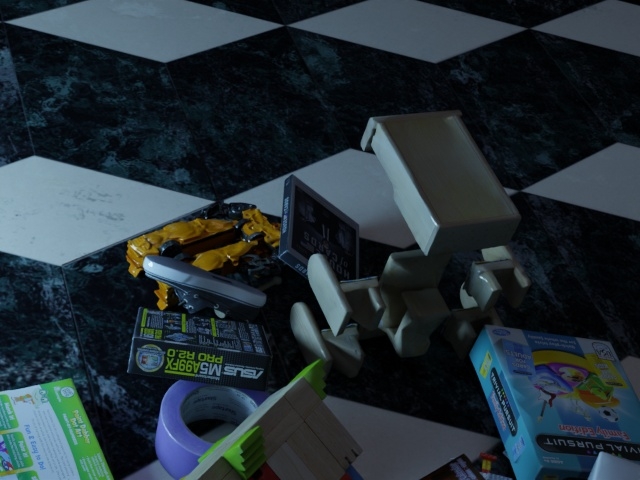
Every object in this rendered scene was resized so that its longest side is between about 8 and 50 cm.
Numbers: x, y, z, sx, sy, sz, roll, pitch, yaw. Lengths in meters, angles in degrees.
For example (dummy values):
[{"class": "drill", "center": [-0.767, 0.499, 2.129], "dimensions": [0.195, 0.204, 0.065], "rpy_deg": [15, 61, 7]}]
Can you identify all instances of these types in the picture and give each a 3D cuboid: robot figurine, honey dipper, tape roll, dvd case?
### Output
[{"class": "robot figurine", "center": [-0.192, 0.023, 2.372], "dimensions": [0.291, 0.085, 0.211], "rpy_deg": [-17, 48, -33]}, {"class": "honey dipper", "center": [-0.124, 0.097, 2.347], "dimensions": [0.030, 0.030, 0.161], "rpy_deg": [37, 41, 26]}, {"class": "tape roll", "center": [-0.160, 0.298, 2.043], "dimensions": [0.189, 0.080, 0.189], "rpy_deg": [8, 37, -7]}, {"class": "dvd case", "center": [0.000, 0.000, 2.437], "dimensions": [0.179, 0.029, 0.238], "rpy_deg": [37, 30, -24]}]

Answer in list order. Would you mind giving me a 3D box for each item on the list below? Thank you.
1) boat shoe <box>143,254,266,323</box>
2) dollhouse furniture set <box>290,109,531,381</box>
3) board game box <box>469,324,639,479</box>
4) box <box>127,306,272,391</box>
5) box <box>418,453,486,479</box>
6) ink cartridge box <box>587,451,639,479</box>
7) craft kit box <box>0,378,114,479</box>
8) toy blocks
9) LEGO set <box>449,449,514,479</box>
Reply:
[{"class": "boat shoe", "center": [-0.204, 0.091, 2.230], "dimensions": [0.228, 0.076, 0.080], "rpy_deg": [19, 9, -29]}, {"class": "dollhouse furniture set", "center": [0.153, 0.010, 2.237], "dimensions": [0.362, 0.394, 0.256], "rpy_deg": [-7, 51, -24]}, {"class": "board game box", "center": [0.419, 0.292, 2.199], "dimensions": [0.254, 0.079, 0.336], "rpy_deg": [8, 35, -18]}, {"class": "box", "center": [-0.194, 0.172, 2.100], "dimensions": [0.216, 0.060, 0.270], "rpy_deg": [8, 6, -7]}, {"class": "box", "center": [0.180, 0.433, 1.842], "dimensions": [0.201, 0.057, 0.293], "rpy_deg": [-30, 23, -5]}, {"class": "ink cartridge box", "center": [0.382, 0.480, 1.800], "dimensions": [0.131, 0.306, 0.226], "rpy_deg": [20, 38, 7]}, {"class": "craft kit box", "center": [-0.452, 0.326, 1.938], "dimensions": [0.247, 0.061, 0.250], "rpy_deg": [-10, 44, -24]}, {"class": "toy blocks", "center": [-0.050, 0.387, 1.856], "dimensions": [0.261, 0.191, 0.381], "rpy_deg": [50, 49, -2]}, {"class": "LEGO set", "center": [0.323, 0.396, 2.093], "dimensions": [0.244, 0.060, 0.182], "rpy_deg": [-18, 44, -34]}]
